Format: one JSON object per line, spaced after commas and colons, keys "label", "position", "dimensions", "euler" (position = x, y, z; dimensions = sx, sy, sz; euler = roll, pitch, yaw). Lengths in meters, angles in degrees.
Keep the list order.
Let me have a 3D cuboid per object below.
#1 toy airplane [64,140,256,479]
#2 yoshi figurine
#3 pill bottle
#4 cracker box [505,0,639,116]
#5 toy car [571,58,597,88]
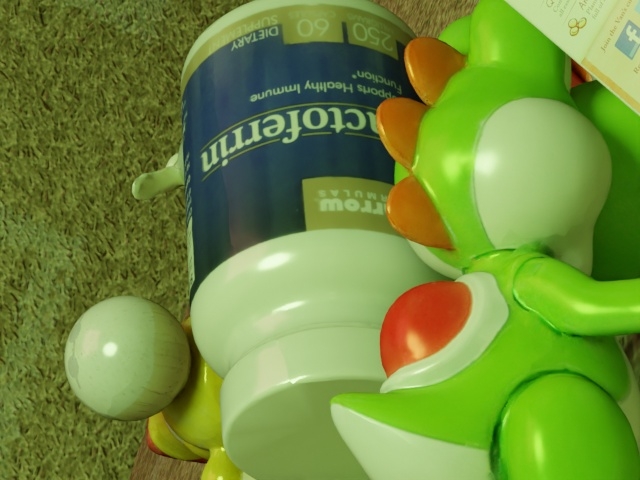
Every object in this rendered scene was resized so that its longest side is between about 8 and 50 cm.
{"label": "toy airplane", "position": [-0.035, 0.093, 1.344], "dimensions": [0.386, 0.272, 0.384], "euler": [-109, 33, -55]}
{"label": "yoshi figurine", "position": [0.134, 0.048, 0.981], "dimensions": [0.203, 0.203, 0.362], "euler": [45, -139, -58]}
{"label": "pill bottle", "position": [0.000, 0.000, 1.119], "dimensions": [0.153, 0.153, 0.264], "euler": [124, 149, -47]}
{"label": "cracker box", "position": [0.158, -0.105, 0.848], "dimensions": [0.232, 0.156, 0.067], "euler": [48, 119, 43]}
{"label": "toy car", "position": [0.140, -0.065, 1.182], "dimensions": [0.159, 0.136, 0.182], "euler": [135, 156, -64]}
